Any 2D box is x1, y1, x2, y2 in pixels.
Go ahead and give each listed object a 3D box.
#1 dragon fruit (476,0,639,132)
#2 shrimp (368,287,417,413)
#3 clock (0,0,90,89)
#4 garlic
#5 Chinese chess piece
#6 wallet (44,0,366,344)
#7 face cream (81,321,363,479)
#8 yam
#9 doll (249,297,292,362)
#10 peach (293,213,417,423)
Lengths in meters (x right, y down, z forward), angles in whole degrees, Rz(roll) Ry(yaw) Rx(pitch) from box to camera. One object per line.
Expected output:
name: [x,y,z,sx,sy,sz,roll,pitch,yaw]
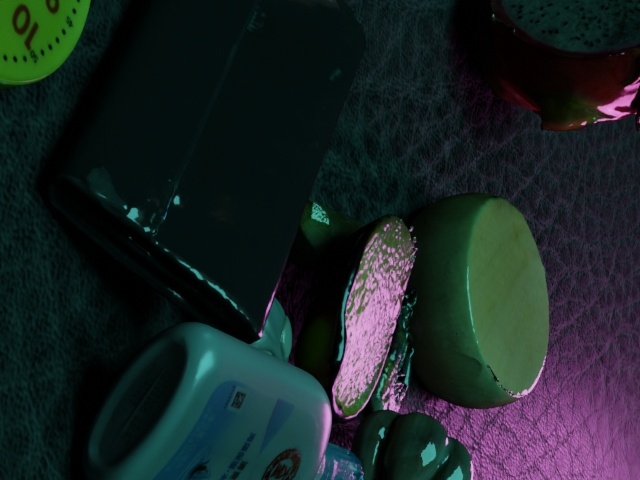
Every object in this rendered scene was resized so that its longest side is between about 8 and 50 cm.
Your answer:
dragon fruit: [0.348,-0.249,2.356,0.226,0.305,0.305,86,17,-48]
shrimp: [0.077,0.128,2.007,0.091,0.034,0.161,61,39,-58]
clock: [-0.249,-0.257,1.403,0.277,0.071,0.293,56,38,-43]
garlic: [0.070,0.255,1.878,0.131,0.127,0.194,36,58,0]
Chinese chess piece: [0.177,0.070,2.139,0.251,0.097,0.251,26,61,-58]
wallet: [-0.085,-0.118,1.641,0.228,0.062,0.406,42,42,-24]
face cream: [-0.065,0.177,1.600,0.163,0.080,0.337,-55,146,2]
yam: [0.000,0.000,1.839,0.146,0.070,0.070,21,66,-62]
doll: [-0.066,0.104,1.681,0.102,0.075,0.227,-46,136,-46]
peach: [0.029,0.062,1.796,0.279,0.068,0.189,-51,151,-62]
